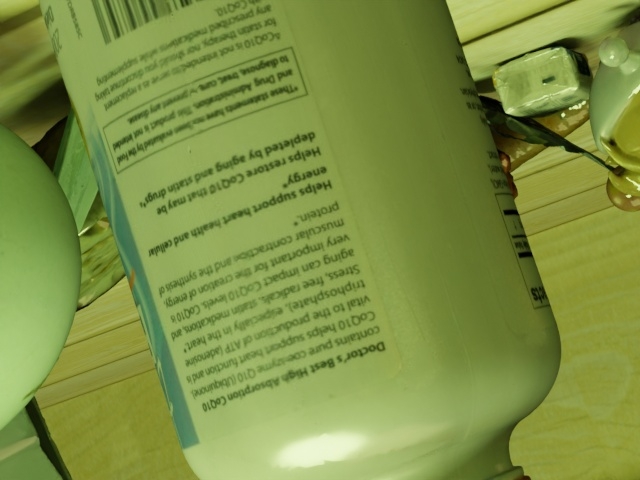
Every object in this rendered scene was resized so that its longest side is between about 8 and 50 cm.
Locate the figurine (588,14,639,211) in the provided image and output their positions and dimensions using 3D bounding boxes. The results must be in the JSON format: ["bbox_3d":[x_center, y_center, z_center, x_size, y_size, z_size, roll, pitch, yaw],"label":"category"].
[{"bbox_3d":[0.291,-0.122,1.418,0.274,0.133,0.194,-34,172,-43],"label":"figurine"}]

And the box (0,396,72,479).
[{"bbox_3d":[-0.234,0.072,1.028,0.135,0.243,0.163,-27,152,-6],"label":"box"}]

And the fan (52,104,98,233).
[{"bbox_3d":[-0.127,-0.011,0.931,0.038,0.193,0.016,19,-178,-34],"label":"fan"}]

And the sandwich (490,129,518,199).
[{"bbox_3d":[0.031,-0.017,1.485,0.162,0.250,0.301,26,-156,21],"label":"sandwich"}]

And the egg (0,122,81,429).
[{"bbox_3d":[-0.233,0.029,0.861,0.264,0.183,0.183,-19,174,13],"label":"egg"}]

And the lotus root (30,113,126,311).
[{"bbox_3d":[-0.111,-0.039,1.049,0.203,0.078,0.183,-39,172,-24],"label":"lotus root"}]

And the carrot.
[{"bbox_3d":[0.146,-0.078,1.651,0.298,0.078,0.078,-27,170,35],"label":"carrot"}]

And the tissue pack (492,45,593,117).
[{"bbox_3d":[0.167,-0.117,1.429,0.062,0.042,0.083,-21,174,18],"label":"tissue pack"}]

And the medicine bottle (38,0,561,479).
[{"bbox_3d":[0.000,0.000,0.763,0.157,0.289,0.157,-18,174,-2],"label":"medicine bottle"}]

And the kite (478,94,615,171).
[{"bbox_3d":[0.134,-0.087,1.420,0.141,0.015,0.245,29,-167,29],"label":"kite"}]
